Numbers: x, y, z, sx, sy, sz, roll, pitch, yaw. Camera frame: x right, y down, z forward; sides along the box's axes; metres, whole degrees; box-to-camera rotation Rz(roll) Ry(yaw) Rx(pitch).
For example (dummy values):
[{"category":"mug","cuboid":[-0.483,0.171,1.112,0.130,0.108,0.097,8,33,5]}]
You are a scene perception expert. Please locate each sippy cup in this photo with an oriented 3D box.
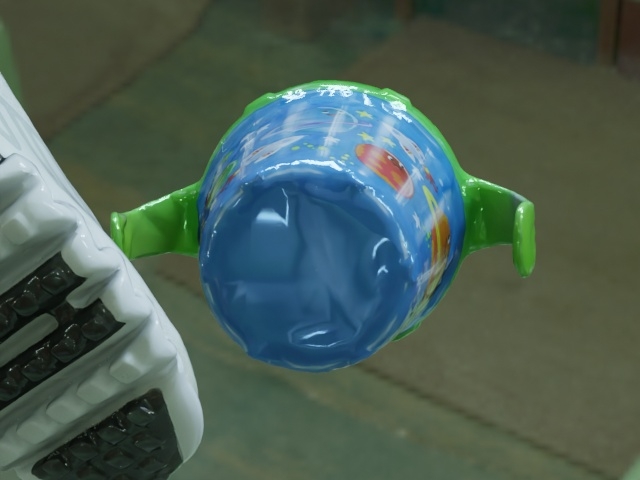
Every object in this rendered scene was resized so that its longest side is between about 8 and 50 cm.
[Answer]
[{"category":"sippy cup","cuboid":[0.000,0.000,1.589,0.305,0.240,0.224,-37,5,13]}]

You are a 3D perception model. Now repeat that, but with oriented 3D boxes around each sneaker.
[{"category":"sneaker","cuboid":[-0.137,-0.029,0.716,0.110,0.292,0.118,-29,22,24]}]
